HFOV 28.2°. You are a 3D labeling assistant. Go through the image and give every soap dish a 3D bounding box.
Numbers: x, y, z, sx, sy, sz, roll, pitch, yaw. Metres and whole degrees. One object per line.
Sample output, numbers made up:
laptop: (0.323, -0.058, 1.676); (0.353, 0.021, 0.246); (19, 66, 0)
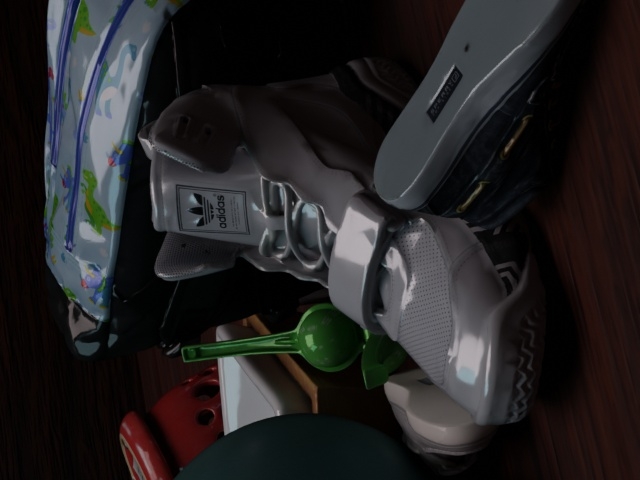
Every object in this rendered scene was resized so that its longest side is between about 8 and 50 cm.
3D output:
soap dish: (-0.011, 0.196, 1.187); (0.291, 0.118, 0.229); (-142, 47, -71)

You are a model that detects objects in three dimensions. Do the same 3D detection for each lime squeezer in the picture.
lime squeezer: (0.003, 0.088, 0.993); (0.310, 0.110, 0.059); (-2, 118, 60)

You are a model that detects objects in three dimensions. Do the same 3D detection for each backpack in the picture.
backpack: (-0.109, -0.109, 1.100); (0.273, 0.290, 0.355); (54, 147, 29)

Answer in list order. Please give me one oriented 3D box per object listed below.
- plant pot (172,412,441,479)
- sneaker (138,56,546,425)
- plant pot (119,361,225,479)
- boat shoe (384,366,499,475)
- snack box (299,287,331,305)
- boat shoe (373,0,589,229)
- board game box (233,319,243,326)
plant pot: (-0.010, 0.263, 0.918); (0.235, 0.293, 0.293); (-97, 6, -66)
sneaker: (0.000, 0.000, 0.855); (0.366, 0.210, 0.137); (-115, 23, -51)
plant pot: (-0.134, 0.254, 1.516); (0.191, 0.174, 0.191); (53, 157, 35)
boat shoe: (0.086, 0.131, 0.893); (0.184, 0.066, 0.063); (-177, 70, -75)
snack box: (-0.037, -0.017, 1.292); (0.022, 0.064, 0.178); (110, 150, -62)
boat shoe: (0.109, -0.085, 0.704); (0.183, 0.083, 0.065); (-54, 38, 30)
board game box: (-0.064, 0.144, 1.557); (0.281, 0.027, 0.145); (134, 128, -72)
